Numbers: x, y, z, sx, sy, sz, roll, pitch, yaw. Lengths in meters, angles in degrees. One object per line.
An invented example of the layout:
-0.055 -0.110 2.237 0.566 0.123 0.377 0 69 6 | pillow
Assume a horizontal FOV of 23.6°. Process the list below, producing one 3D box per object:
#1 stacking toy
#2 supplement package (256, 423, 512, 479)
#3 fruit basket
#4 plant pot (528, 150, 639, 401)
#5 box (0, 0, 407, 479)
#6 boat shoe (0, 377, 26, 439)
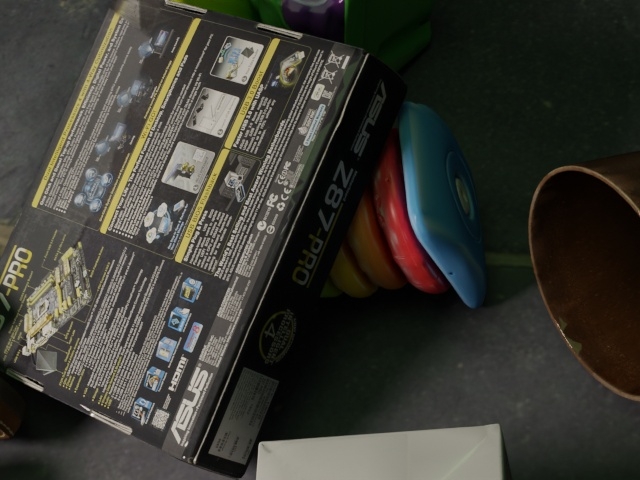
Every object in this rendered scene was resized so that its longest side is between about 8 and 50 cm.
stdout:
0.000 0.000 1.484 0.302 0.175 0.165 -18 53 18 | stacking toy
0.054 0.299 1.207 0.204 0.145 0.262 -5 50 10 | supplement package
-0.102 -0.271 1.658 0.392 0.283 0.392 2 40 -1 | fruit basket
0.340 0.000 1.357 0.230 0.215 0.215 -21 48 -22 | plant pot
-0.134 -0.018 1.429 0.318 0.097 0.395 19 84 33 | box
-0.433 0.167 1.474 0.324 0.122 0.120 3 57 27 | boat shoe
